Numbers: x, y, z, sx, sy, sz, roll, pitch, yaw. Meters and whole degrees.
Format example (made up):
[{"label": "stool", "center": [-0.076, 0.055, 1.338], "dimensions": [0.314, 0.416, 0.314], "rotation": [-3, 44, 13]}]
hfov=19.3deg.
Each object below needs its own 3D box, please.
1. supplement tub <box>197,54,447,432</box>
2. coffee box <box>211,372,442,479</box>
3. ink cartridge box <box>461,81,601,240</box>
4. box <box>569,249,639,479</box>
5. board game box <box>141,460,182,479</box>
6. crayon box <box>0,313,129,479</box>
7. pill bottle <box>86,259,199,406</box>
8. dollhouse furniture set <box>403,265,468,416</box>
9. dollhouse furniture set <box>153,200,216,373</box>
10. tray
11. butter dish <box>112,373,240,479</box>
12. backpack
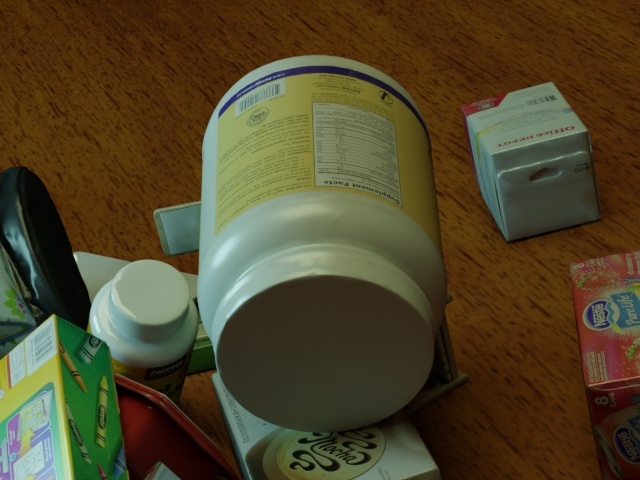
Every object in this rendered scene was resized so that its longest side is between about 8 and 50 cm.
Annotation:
[{"label": "supplement tub", "center": [0.000, 0.000, 1.848], "dimensions": [0.241, 0.241, 0.331], "rotation": [-10, 40, 7]}, {"label": "coffee box", "center": [0.009, 0.221, 1.852], "dimensions": [0.168, 0.119, 0.297], "rotation": [-17, 26, -6]}, {"label": "ink cartridge box", "center": [0.264, -0.100, 2.367], "dimensions": [0.128, 0.127, 0.176], "rotation": [-14, 25, -1]}, {"label": "box", "center": [0.324, 0.123, 1.886], "dimensions": [0.123, 0.128, 0.257], "rotation": [-10, 26, 8]}, {"label": "board game box", "center": [-0.144, 0.331, 1.695], "dimensions": [0.027, 0.145, 0.281], "rotation": [-43, 10, 31]}, {"label": "crayon box", "center": [-0.277, 0.228, 1.855], "dimensions": [0.165, 0.081, 0.278], "rotation": [-40, 39, 22]}, {"label": "pill bottle", "center": [-0.197, 0.114, 2.039], "dimensions": [0.117, 0.215, 0.117], "rotation": [6, 54, -9]}, {"label": "dollhouse furniture set", "center": [0.057, 0.076, 2.049], "dimensions": [0.101, 0.182, 0.161], "rotation": [-29, 30, -28]}, {"label": "dollhouse furniture set", "center": [-0.130, 0.087, 2.105], "dimensions": [0.151, 0.197, 0.301], "rotation": [-10, 25, 5]}, {"label": "tray", "center": [-0.268, 0.075, 2.391], "dimensions": [0.270, 0.030, 0.145], "rotation": [10, 35, 40]}, {"label": "butter dish", "center": [-0.192, 0.223, 1.951], "dimensions": [0.160, 0.160, 0.118], "rotation": [15, 62, 51]}, {"label": "backpack", "center": [-0.478, 0.083, 2.237], "dimensions": [0.355, 0.273, 0.290], "rotation": [-25, 62, 8]}]
